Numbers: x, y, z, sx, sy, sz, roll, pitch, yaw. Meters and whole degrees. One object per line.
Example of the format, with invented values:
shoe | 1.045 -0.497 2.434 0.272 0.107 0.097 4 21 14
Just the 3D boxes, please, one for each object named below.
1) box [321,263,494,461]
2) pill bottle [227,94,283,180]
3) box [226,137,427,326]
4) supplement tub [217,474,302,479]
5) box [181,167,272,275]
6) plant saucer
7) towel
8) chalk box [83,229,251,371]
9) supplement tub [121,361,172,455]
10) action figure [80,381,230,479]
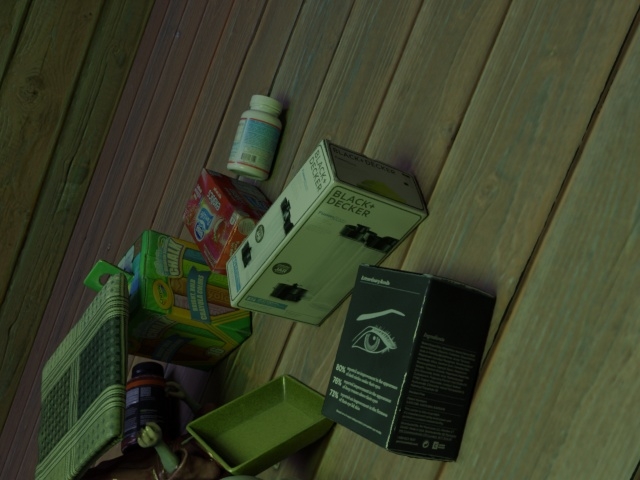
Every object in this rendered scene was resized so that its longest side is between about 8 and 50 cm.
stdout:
box | 0.104 0.143 0.898 0.153 0.108 0.207 10 82 60
pill bottle | -0.129 -0.209 1.482 0.087 0.087 0.160 8 81 59
box | 0.000 0.000 1.085 0.290 0.169 0.087 -48 38 34
supplement tub | -0.158 0.452 0.968 0.331 0.241 0.241 -23 52 26
box | -0.163 -0.029 1.402 0.123 0.128 0.257 -64 32 14
plant saucer | -0.085 0.286 1.105 0.188 0.188 0.045 13 123 60
towel | -0.403 0.265 1.245 0.324 0.056 0.312 -45 41 33
chalk box | -0.300 0.112 1.394 0.180 0.289 0.179 -43 41 40
supplement tub | -0.371 0.362 1.564 0.106 0.106 0.198 -46 38 37
action figure | -0.247 0.406 1.260 0.370 0.276 0.248 -26 6 18
